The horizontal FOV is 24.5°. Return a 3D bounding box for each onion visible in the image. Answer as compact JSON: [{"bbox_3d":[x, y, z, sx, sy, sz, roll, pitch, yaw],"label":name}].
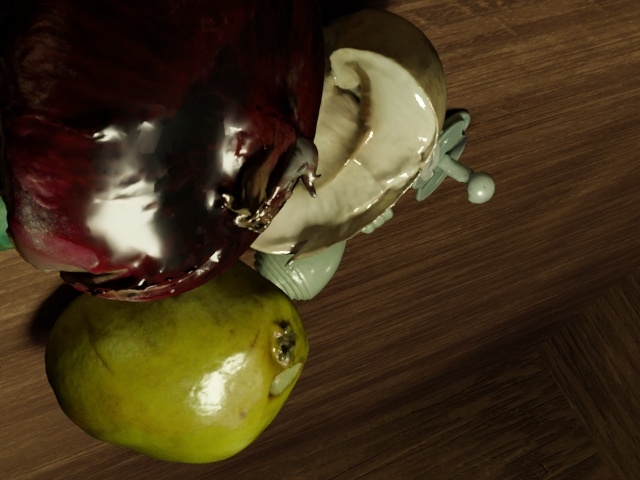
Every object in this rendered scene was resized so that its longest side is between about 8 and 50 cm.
[{"bbox_3d":[-0.105,-0.098,1.067,0.314,0.232,0.314,-35,135,-45],"label":"onion"}]

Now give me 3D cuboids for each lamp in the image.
[{"bbox_3d":[0.000,0.000,1.882,0.193,0.106,0.106,-37,166,-10],"label":"lamp"}]

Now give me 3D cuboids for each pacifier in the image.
[{"bbox_3d":[0.173,-0.094,1.858,0.127,0.116,0.150,-53,164,-12],"label":"pacifier"}]

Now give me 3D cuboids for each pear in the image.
[{"bbox_3d":[-0.170,0.135,1.721,0.321,0.269,0.269,-18,174,35],"label":"pear"}]

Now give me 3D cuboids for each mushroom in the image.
[{"bbox_3d":[-0.003,-0.124,1.379,0.253,0.195,0.189,-43,-166,22],"label":"mushroom"}]

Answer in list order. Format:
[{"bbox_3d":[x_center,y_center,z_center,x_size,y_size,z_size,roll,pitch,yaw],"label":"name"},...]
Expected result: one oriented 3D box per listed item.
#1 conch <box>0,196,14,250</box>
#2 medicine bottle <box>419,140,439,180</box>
[{"bbox_3d":[-0.271,-0.044,1.202,0.188,0.122,0.176,-27,-158,-22],"label":"conch"},{"bbox_3d":[0.035,-0.086,1.639,0.191,0.107,0.107,-21,162,-29],"label":"medicine bottle"}]
